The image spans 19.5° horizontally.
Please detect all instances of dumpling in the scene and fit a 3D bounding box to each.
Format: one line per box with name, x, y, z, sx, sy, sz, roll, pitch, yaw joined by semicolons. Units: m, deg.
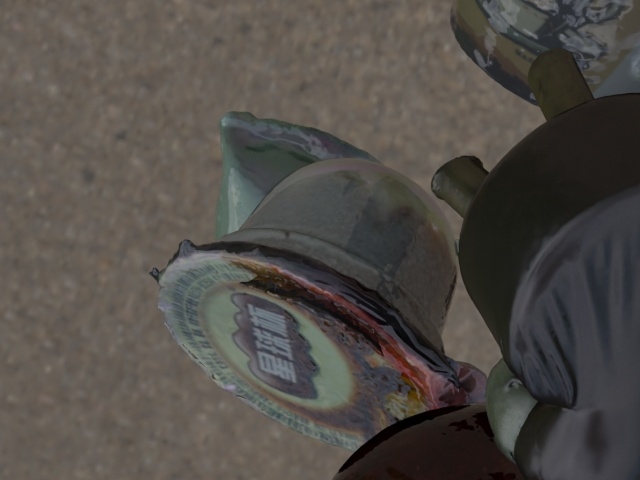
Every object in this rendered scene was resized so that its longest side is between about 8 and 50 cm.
dumpling;-0.010;0.001;1.353;0.105;0.149;0.216;7;116;53

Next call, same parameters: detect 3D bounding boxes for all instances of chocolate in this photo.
chocolate;0.020;0.025;1.160;0.221;0.147;0.221;26;154;14

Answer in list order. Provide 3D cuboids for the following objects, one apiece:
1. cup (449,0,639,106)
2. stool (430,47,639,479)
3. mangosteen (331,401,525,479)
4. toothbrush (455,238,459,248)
cup;0.212;-0.183;1.101;0.227;0.301;0.257;-4;133;-33
stool;0.113;0.021;0.777;0.125;0.121;0.217;-5;125;-22
mangosteen;0.087;0.177;0.926;0.200;0.200;0.200;9;139;8
toothbrush;0.089;0.007;1.459;0.304;0.030;0.030;-9;133;33
